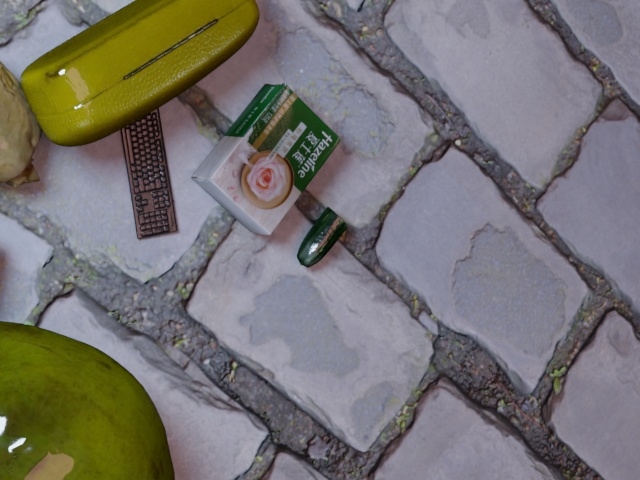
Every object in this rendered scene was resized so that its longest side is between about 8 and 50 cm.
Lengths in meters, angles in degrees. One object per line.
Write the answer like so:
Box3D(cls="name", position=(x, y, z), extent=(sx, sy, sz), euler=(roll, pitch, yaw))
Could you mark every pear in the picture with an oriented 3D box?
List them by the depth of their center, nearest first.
Box3D(cls="pear", position=(-0.386, 0.293, 1.741), extent=(0.413, 0.352, 0.352), euler=(35, 78, -19))

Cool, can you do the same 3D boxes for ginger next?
Box3D(cls="ginger", position=(-0.471, -0.176, 1.754), extent=(0.267, 0.138, 0.152), euler=(34, 121, -21))

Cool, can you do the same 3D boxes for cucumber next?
Box3D(cls="cucumber", position=(0.000, 0.000, 2.074), extent=(0.048, 0.048, 0.105), euler=(42, 78, -25))

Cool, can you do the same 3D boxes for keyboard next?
Box3D(cls="keyboard", position=(-0.256, -0.107, 1.944), extent=(0.067, 0.011, 0.202), euler=(-12, 100, -26))

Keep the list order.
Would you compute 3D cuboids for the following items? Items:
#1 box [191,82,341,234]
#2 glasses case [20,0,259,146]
Box3D(cls="box", position=(-0.082, -0.126, 2.000), extent=(0.135, 0.081, 0.199), euler=(42, 77, -25))
Box3D(cls="glasses case", position=(-0.250, -0.254, 1.834), extent=(0.371, 0.173, 0.141), euler=(-38, 114, -31))
